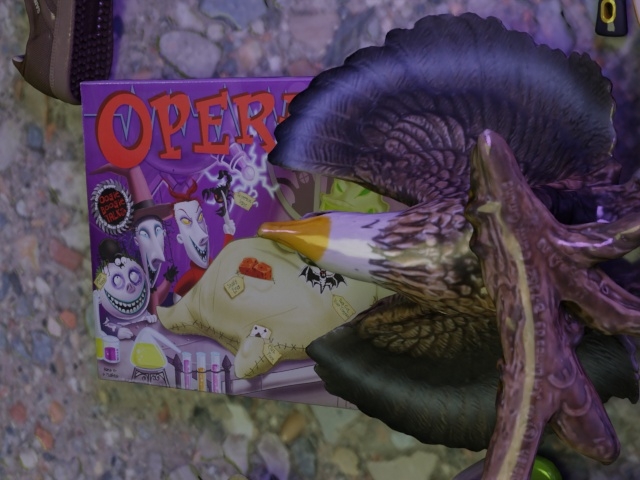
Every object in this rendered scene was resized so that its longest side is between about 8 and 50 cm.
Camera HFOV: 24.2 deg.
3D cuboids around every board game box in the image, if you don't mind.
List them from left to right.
[{"bbox_3d":[0.000,0.000,0.934,0.347,0.056,0.208,2,95,32],"label":"board game box"}]

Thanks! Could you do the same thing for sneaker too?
[{"bbox_3d":[-0.171,-0.187,0.995,0.071,0.066,0.188,22,109,28],"label":"sneaker"}]

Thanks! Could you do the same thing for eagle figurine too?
[{"bbox_3d":[0.075,0.006,0.751,0.225,0.298,0.226,39,91,-6],"label":"eagle figurine"}]

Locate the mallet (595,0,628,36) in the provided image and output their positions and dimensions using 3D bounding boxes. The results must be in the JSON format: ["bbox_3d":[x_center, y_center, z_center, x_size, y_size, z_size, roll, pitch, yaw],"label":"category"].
[{"bbox_3d":[0.152,-0.208,0.812,0.062,0.039,0.189,15,110,28],"label":"mallet"}]

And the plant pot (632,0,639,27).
[{"bbox_3d":[0.232,-0.126,0.682,0.205,0.188,0.205,6,102,31],"label":"plant pot"}]

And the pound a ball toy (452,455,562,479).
[{"bbox_3d":[0.169,0.249,0.818,0.208,0.136,0.319,8,103,31],"label":"pound a ball toy"}]

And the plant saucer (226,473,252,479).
[{"bbox_3d":[-0.043,0.274,1.006,0.188,0.045,0.188,-45,74,30],"label":"plant saucer"}]
